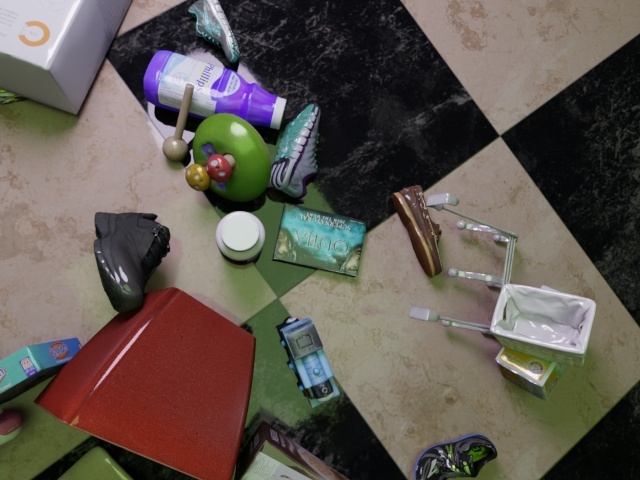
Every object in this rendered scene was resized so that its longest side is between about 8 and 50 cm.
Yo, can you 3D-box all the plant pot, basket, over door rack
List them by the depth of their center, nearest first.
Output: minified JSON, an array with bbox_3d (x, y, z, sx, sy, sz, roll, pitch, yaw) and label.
[{"bbox_3d":[-0.266,0.230,0.767,0.267,0.267,0.236,40,57,-26],"label":"plant pot"},{"bbox_3d":[0.436,0.168,0.879,0.103,0.167,0.113,49,59,-45],"label":"basket"},{"bbox_3d":[0.291,0.061,0.932,0.324,0.108,0.240,19,78,-41],"label":"over door rack"}]

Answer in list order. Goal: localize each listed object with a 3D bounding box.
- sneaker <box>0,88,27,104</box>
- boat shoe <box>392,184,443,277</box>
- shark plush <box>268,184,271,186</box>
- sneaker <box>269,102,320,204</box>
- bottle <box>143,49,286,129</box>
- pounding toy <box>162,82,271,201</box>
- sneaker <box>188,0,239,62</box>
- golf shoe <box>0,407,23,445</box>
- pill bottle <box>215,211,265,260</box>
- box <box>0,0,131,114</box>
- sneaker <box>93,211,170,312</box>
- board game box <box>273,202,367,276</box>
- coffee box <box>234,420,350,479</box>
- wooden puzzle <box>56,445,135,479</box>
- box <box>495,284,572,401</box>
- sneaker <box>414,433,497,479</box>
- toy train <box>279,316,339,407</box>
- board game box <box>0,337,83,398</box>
[{"bbox_3d":[-0.638,-0.301,0.914,0.083,0.031,0.035,-10,74,-17],"label":"sneaker"},{"bbox_3d":[0.231,-0.024,0.995,0.073,0.073,0.207,-20,86,-10],"label":"boat shoe"},{"bbox_3d":[-0.158,-0.180,0.979,0.067,0.073,0.161,-18,64,-31],"label":"shark plush"},{"bbox_3d":[-0.038,-0.192,0.988,0.098,0.083,0.224,37,66,-37],"label":"sneaker"},{"bbox_3d":[-0.215,-0.305,0.946,0.282,0.092,0.118,16,62,-7],"label":"bottle"},{"bbox_3d":[-0.220,-0.158,0.872,0.237,0.183,0.110,37,41,5],"label":"pounding toy"},{"bbox_3d":[-0.235,-0.460,0.994,0.076,0.065,0.167,-25,83,4],"label":"sneaker"},{"bbox_3d":[-0.653,0.403,0.779,0.306,0.115,0.140,-24,97,-6],"label":"golf shoe"},{"bbox_3d":[-0.156,-0.004,0.878,0.094,0.169,0.094,1,81,-9],"label":"pill bottle"},{"bbox_3d":[-0.531,-0.461,0.868,0.215,0.168,0.345,18,74,-7],"label":"box"},{"bbox_3d":[-0.333,0.017,0.812,0.130,0.286,0.109,-12,126,-20],"label":"sneaker"},{"bbox_3d":[0.000,0.000,0.977,0.186,0.026,0.126,12,80,-8],"label":"board game box"},{"bbox_3d":[-0.034,0.466,0.847,0.246,0.141,0.098,36,78,-4],"label":"coffee box"},{"bbox_3d":[-0.411,0.609,0.794,0.322,0.080,0.348,-43,90,-12],"label":"wooden puzzle"},{"bbox_3d":[0.480,0.220,0.965,0.203,0.103,0.114,-51,137,-13],"label":"box"},{"bbox_3d":[0.279,0.457,0.933,0.188,0.078,0.067,-18,85,-11],"label":"sneaker"},{"bbox_3d":[-0.023,0.241,0.899,0.080,0.105,0.184,-21,86,-11],"label":"toy train"},{"bbox_3d":[-0.516,0.231,0.764,0.160,0.210,0.047,-30,88,-13],"label":"board game box"}]
